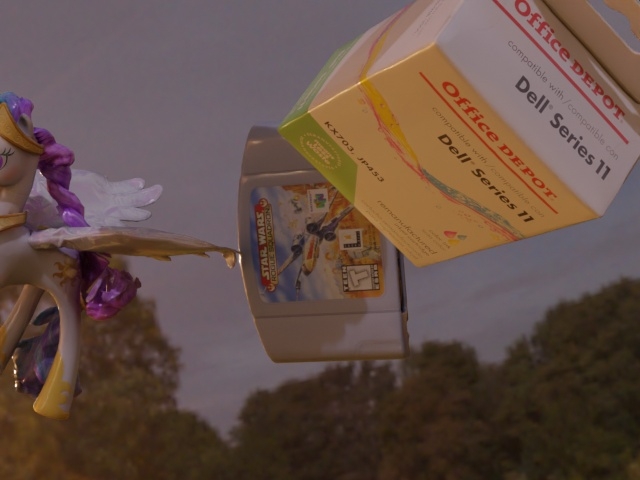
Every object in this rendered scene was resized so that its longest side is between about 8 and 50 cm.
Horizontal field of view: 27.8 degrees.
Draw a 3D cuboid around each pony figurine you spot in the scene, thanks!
[{"bbox_3d":[-0.318,0.019,1.526,0.351,0.364,0.302,15,7,-41],"label":"pony figurine"}]

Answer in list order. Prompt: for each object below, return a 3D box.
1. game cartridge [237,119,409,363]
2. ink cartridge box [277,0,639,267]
[{"bbox_3d":[0.000,0.000,1.559,0.198,0.297,0.062,-4,4,11],"label":"game cartridge"},{"bbox_3d":[0.136,-0.107,1.105,0.119,0.207,0.353,-53,15,-25],"label":"ink cartridge box"}]
